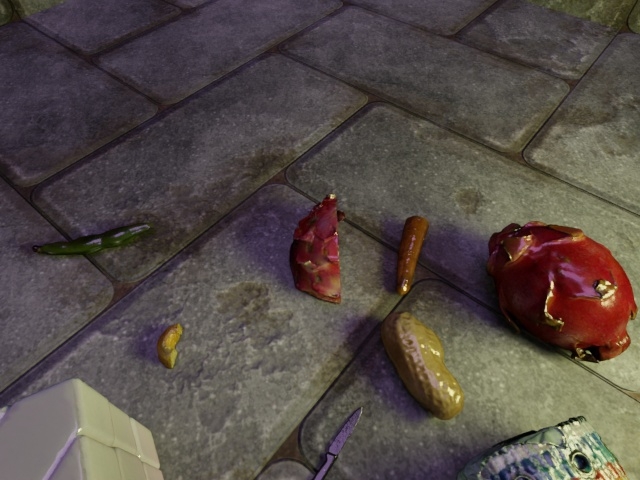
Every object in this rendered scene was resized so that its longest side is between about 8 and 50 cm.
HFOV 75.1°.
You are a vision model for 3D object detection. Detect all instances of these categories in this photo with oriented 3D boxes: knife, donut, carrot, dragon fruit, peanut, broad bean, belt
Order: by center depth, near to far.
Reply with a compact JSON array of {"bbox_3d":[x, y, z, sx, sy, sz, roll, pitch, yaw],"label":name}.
[{"bbox_3d":[0.339,0.379,0.643,0.258,0.207,0.150,-12,51,-18],"label":"belt"},{"bbox_3d":[0.031,0.379,0.768,0.023,0.010,0.170,33,58,16],"label":"knife"},{"bbox_3d":[0.199,0.237,0.818,0.108,0.095,0.225,-20,56,-10],"label":"peanut"},{"bbox_3d":[0.486,0.095,0.849,0.251,0.250,0.314,-10,70,-7],"label":"dragon fruit"},{"bbox_3d":[-0.312,0.216,0.876,0.067,0.037,0.083,28,60,23],"label":"donut"},{"bbox_3d":[-0.010,-0.003,0.961,0.127,0.161,0.273,2,55,-1],"label":"dragon fruit"},{"bbox_3d":[0.212,0.040,0.993,0.061,0.061,0.209,14,59,11],"label":"carrot"},{"bbox_3d":[-0.562,0.005,1.034,0.298,0.043,0.060,-13,44,-8],"label":"broad bean"}]

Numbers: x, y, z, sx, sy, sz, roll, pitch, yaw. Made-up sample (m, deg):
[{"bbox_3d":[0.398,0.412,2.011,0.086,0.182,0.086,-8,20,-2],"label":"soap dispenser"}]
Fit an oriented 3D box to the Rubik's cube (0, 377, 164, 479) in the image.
[{"bbox_3d":[-0.388,0.430,0.544,0.322,0.315,0.318,-22,56,-17],"label":"Rubik's cube"}]
